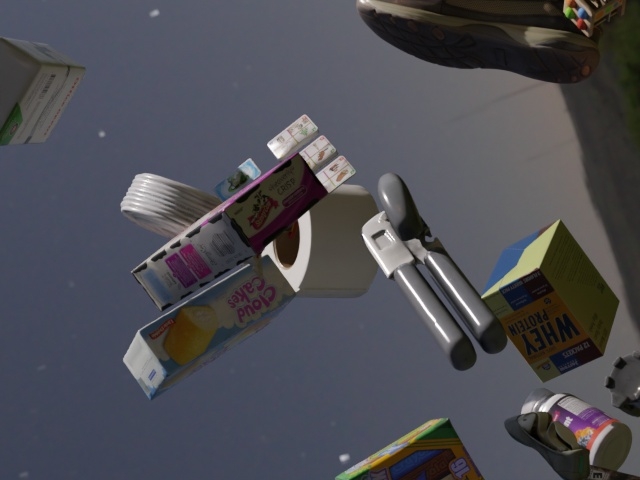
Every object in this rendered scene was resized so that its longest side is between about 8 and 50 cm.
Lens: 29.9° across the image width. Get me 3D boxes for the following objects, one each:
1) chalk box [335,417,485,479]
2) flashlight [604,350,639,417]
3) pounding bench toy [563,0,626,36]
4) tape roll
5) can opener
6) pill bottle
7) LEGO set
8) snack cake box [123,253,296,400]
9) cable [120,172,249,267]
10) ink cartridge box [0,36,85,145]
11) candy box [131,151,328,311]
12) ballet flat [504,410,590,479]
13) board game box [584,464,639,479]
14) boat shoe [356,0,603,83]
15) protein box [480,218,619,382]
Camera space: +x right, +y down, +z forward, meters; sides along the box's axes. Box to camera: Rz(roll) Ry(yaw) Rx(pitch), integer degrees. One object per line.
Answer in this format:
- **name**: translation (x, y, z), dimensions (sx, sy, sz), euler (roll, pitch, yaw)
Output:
- **chalk box**: translation (0.142, 0.474, 2.204), dimensions (0.179, 0.289, 0.180), euler (61, 169, 5)
- **flashlight**: translation (0.579, 0.255, 1.998), dimensions (0.304, 0.103, 0.103), euler (30, -145, -46)
- **pounding bench toy**: translation (0.339, -0.314, 1.536), dimensions (0.083, 0.065, 0.052), euler (53, 170, 26)
- **tape roll**: translation (0.000, 0.000, 2.525), dimensions (0.169, 0.246, 0.246), euler (1, -116, -28)
- **can opener**: translation (0.112, 0.032, 1.321), dimensions (0.093, 0.074, 0.280), euler (62, 178, -41)
- **pill bottle**: translation (0.469, 0.348, 2.223), dimensions (0.193, 0.108, 0.108), euler (28, 160, 46)
- **LEGO set**: translation (-0.072, -0.059, 1.793), dimensions (0.060, 0.244, 0.182), euler (52, 180, -43)
- **snack cake box**: translation (-0.183, 0.142, 1.969), dimensions (0.089, 0.264, 0.152), euler (53, 152, 9)
- **cable**: translation (-0.225, -0.039, 2.130), dimensions (0.257, 0.257, 0.089), euler (132, 160, -83)
- **ink cartridge box**: translation (-0.476, -0.236, 1.918), dimensions (0.086, 0.153, 0.208), euler (33, -171, 4)
- **candy box**: translation (-0.118, -0.009, 1.532), dimensions (0.071, 0.233, 0.159), euler (53, -133, -5)
- **ballet flat**: translation (0.362, 0.308, 1.905), dimensions (0.213, 0.072, 0.068), euler (-140, 47, -62)
- **board game box**: translation (0.529, 0.515, 1.911), dimensions (0.232, 0.291, 0.141), euler (-52, -38, -44)
- **boat shoe**: translation (0.230, -0.322, 1.713), dimensions (0.132, 0.355, 0.130), euler (68, -141, -70)
- **protein box**: translation (0.423, 0.110, 2.200), dimensions (0.201, 0.136, 0.200), euler (52, -146, -10)
